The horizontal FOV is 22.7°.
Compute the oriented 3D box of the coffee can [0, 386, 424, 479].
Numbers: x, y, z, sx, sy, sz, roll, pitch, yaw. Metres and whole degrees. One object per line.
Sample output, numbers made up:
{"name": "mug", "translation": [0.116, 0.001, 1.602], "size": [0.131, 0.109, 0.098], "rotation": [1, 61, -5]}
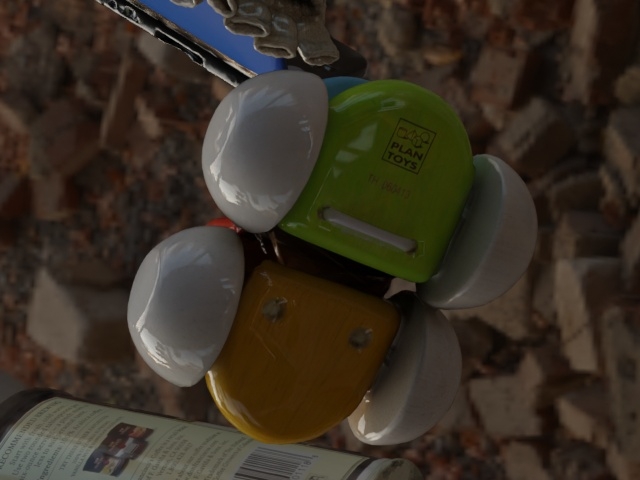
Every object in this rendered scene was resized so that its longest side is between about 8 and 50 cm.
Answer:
{"name": "coffee can", "translation": [-0.088, 0.220, 1.060], "size": [0.275, 0.201, 0.201], "rotation": [8, 92, 23]}

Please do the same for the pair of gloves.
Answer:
{"name": "pair of gloves", "translation": [-0.106, -0.185, 0.943], "size": [0.204, 0.240, 0.042], "rotation": [-104, 29, -51]}

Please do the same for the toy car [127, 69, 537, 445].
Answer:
{"name": "toy car", "translation": [0.000, 0.000, 0.759], "size": [0.182, 0.159, 0.136], "rotation": [-63, 22, 15]}

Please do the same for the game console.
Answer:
{"name": "game console", "translation": [-0.105, -0.281, 1.689], "size": [0.293, 0.250, 0.173], "rotation": [34, 126, 22]}
